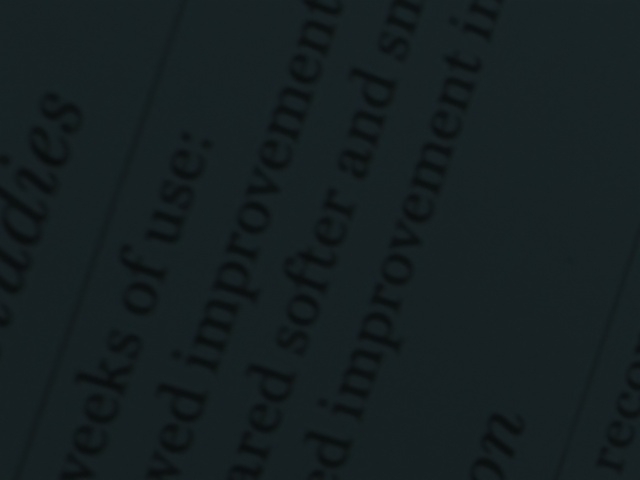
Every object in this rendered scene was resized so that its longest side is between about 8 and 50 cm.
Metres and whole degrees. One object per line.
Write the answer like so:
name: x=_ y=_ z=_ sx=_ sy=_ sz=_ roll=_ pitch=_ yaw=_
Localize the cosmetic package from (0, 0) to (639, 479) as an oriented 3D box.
cosmetic package: x=-0.101 y=-0.054 z=0.466 sx=0.394 sy=0.329 sz=0.327 roll=20 pitch=-2 yaw=-18
